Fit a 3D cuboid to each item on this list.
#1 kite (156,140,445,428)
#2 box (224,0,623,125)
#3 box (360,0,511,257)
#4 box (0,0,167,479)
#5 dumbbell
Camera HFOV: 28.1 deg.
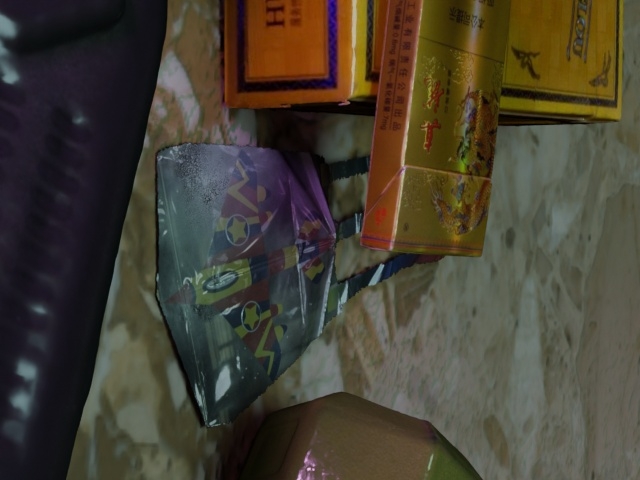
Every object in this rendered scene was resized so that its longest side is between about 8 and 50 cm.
[{"bbox_3d":[0.001,0.000,0.684,0.245,0.015,0.141,-22,110,-50],"label":"kite"},{"bbox_3d":[0.073,-0.164,0.717,0.301,0.084,0.192,-4,96,-53],"label":"box"},{"bbox_3d":[0.059,-0.070,0.618,0.089,0.022,0.156,7,91,-52],"label":"box"},{"bbox_3d":[-0.181,-0.031,0.337,0.290,0.073,0.288,28,59,-34],"label":"box"},{"bbox_3d":[-0.020,0.218,0.580,0.108,0.121,0.302,32,61,-16],"label":"dumbbell"}]
